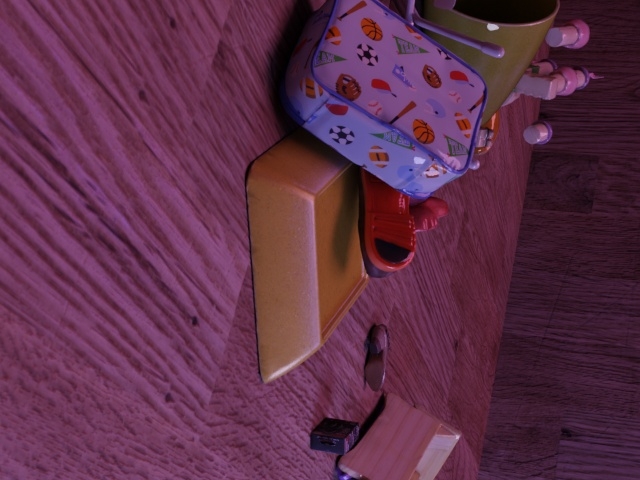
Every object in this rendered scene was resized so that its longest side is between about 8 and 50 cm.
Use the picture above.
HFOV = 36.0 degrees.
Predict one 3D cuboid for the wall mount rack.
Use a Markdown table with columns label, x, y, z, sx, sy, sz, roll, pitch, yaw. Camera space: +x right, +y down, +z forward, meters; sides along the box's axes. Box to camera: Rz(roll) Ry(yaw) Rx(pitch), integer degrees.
| label | x | y | z | sx | sy | sz | roll | pitch | yaw |
| --- | --- | --- | --- | --- | --- | --- | --- | --- | --- |
| wall mount rack | 0.188 | -0.290 | 1.670 | 0.304 | 0.130 | 0.350 | -105 | -164 | -53 |

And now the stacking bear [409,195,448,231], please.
| label | x | y | z | sx | sy | sz | roll | pitch | yaw |
| --- | --- | --- | --- | --- | --- | --- | --- | --- | --- |
| stacking bear | 0.109 | -0.169 | 1.614 | 0.175 | 0.164 | 0.289 | -37 | 123 | -69 |

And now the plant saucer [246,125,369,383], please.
| label | x | y | z | sx | sy | sz | roll | pitch | yaw |
| --- | --- | --- | --- | --- | --- | --- | --- | --- | --- |
| plant saucer | 0.000 | 0.000 | 1.471 | 0.333 | 0.080 | 0.333 | -49 | 140 | -60 |

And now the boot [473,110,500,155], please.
| label | x | y | z | sx | sy | sz | roll | pitch | yaw |
| --- | --- | --- | --- | --- | --- | --- | --- | --- | --- |
| boot | 0.380 | -0.381 | 2.435 | 0.211 | 0.104 | 0.295 | 53 | 43 | -54 |

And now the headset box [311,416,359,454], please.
| label | x | y | z | sx | sy | sz | roll | pitch | yaw |
| --- | --- | --- | --- | --- | --- | --- | --- | --- | --- |
| headset box | 0.024 | 0.331 | 1.658 | 0.083 | 0.062 | 0.032 | -26 | 119 | -67 |

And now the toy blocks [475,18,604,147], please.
| label | x | y | z | sx | sy | sz | roll | pitch | yaw |
| --- | --- | --- | --- | --- | --- | --- | --- | --- | --- |
| toy blocks | 0.468 | -0.374 | 2.274 | 0.260 | 0.288 | 0.309 | -20 | 123 | -51 |

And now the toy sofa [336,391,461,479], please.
| label | x | y | z | sx | sy | sz | roll | pitch | yaw |
| --- | --- | --- | --- | --- | --- | --- | --- | --- | --- |
| toy sofa | 0.133 | 0.459 | 1.931 | 0.150 | 0.177 | 0.362 | -65 | 169 | 23 |

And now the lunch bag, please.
| label | x | y | z | sx | sy | sz | roll | pitch | yaw |
| --- | --- | --- | --- | --- | --- | --- | --- | --- | --- |
| lunch bag | 0.101 | -0.215 | 1.417 | 0.303 | 0.115 | 0.243 | 32 | 51 | -19 |

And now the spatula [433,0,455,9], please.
| label | x | y | z | sx | sy | sz | roll | pitch | yaw |
| --- | --- | --- | --- | --- | --- | --- | --- | --- | --- |
| spatula | 0.216 | -0.520 | 1.806 | 0.242 | 0.019 | 0.168 | -130 | -133 | -62 |

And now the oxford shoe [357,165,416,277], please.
| label | x | y | z | sx | sy | sz | roll | pitch | yaw |
| --- | --- | --- | --- | --- | --- | --- | --- | --- | --- |
| oxford shoe | 0.090 | -0.075 | 1.493 | 0.098 | 0.096 | 0.272 | 135 | -37 | -64 |

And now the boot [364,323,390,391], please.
| label | x | y | z | sx | sy | sz | roll | pitch | yaw |
| --- | --- | --- | --- | --- | --- | --- | --- | --- | --- |
| boot | 0.117 | 0.225 | 1.928 | 0.087 | 0.042 | 0.119 | -44 | 137 | -65 |

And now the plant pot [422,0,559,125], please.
| label | x | y | z | sx | sy | sz | roll | pitch | yaw |
| --- | --- | --- | --- | --- | --- | --- | --- | --- | --- |
| plant pot | 0.328 | -0.394 | 2.067 | 0.275 | 0.274 | 0.294 | -62 | 165 | -47 |
